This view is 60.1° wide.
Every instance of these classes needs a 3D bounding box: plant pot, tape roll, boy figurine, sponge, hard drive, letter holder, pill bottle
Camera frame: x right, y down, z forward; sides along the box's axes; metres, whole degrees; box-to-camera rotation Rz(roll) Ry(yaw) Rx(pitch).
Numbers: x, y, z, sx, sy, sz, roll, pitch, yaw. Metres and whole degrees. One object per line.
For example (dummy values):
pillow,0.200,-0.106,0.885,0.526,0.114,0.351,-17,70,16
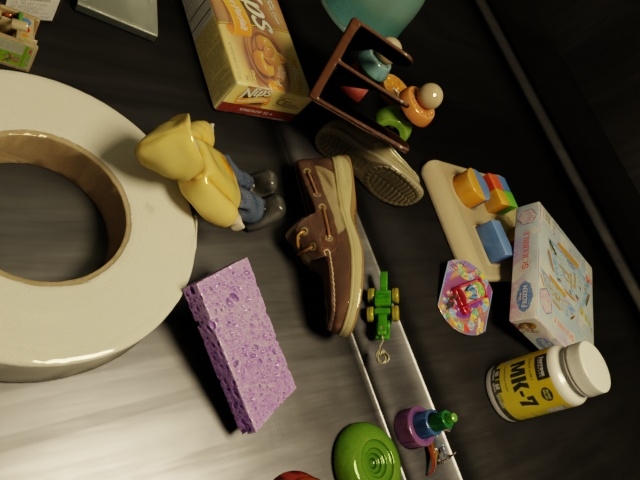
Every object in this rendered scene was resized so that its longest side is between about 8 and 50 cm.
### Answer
plant pot,0.172,-0.680,1.432,0.271,0.255,0.272,23,50,-31
tape roll,-0.339,-0.028,0.668,0.392,0.072,0.392,24,49,-31
boy figurine,-0.154,-0.104,0.794,0.285,0.092,0.177,36,34,-64
sponge,-0.105,0.139,0.755,0.117,0.031,0.210,-30,100,-60
hard drive,-0.346,-0.403,0.943,0.135,0.022,0.094,12,57,-37
letter holder,0.113,-0.294,1.076,0.214,0.152,0.302,31,16,-6
pill bottle,0.446,0.277,1.093,0.119,0.208,0.119,23,50,-31

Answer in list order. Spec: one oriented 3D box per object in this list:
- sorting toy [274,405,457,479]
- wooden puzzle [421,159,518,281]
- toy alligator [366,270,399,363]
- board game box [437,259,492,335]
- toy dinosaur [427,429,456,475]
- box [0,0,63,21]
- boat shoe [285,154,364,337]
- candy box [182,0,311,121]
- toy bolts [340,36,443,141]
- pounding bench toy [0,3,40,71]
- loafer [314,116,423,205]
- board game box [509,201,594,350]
sorting toy,0.088,0.325,0.794,0.365,0.126,0.127,-16,75,-46
wooden puzzle,0.432,-0.054,1.395,0.347,0.080,0.322,1,64,-42
toy alligator,0.113,0.144,0.994,0.051,0.056,0.190,72,19,-51
board game box,0.323,0.118,1.187,0.133,0.033,0.169,31,59,-16
toy dinosaur,0.195,0.339,0.950,0.090,0.047,0.082,-22,61,-38
box,-0.548,-0.445,0.750,0.293,0.073,0.296,-15,75,-48
boat shoe,0.000,0.000,0.952,0.123,0.123,0.342,1,65,-9
candy box,-0.149,-0.393,1.069,0.182,0.087,0.317,-1,65,-45
toy bolts,0.183,-0.388,1.322,0.228,0.158,0.218,34,45,-22
pounding bench toy,-0.415,-0.289,0.758,0.052,0.083,0.065,12,57,-38
loafer,0.114,-0.172,1.160,0.268,0.102,0.092,34,51,-21
board game box,0.570,0.125,1.346,0.318,0.065,0.318,40,51,-31
